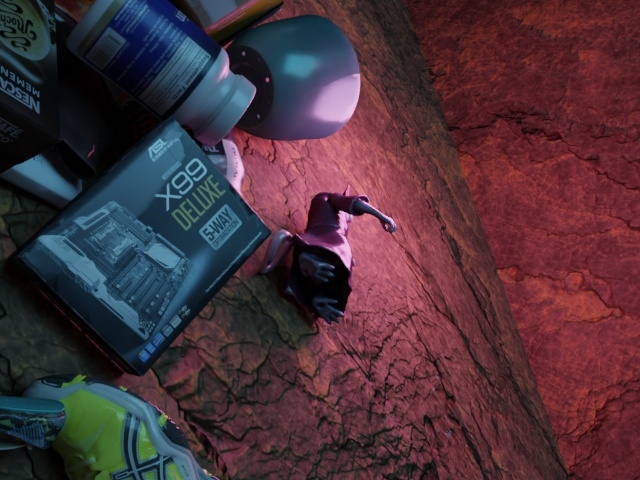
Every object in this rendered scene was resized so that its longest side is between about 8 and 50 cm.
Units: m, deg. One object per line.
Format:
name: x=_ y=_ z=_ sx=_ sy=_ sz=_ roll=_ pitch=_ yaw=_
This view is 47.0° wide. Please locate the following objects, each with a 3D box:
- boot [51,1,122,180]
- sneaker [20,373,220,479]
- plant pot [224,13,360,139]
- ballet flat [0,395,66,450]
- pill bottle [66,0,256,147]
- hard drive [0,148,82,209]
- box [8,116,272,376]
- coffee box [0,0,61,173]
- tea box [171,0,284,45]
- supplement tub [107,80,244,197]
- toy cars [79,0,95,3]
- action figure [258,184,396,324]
boot: x=-0.392 y=-0.236 z=1.118 sx=0.248 sy=0.090 sz=0.206 roll=58 pitch=18 yaw=-32
sneaker: x=-0.231 y=0.321 z=0.930 sx=0.384 sy=0.145 sz=0.147 roll=46 pitch=44 yaw=-13
plant pot: x=-0.096 y=-0.361 z=1.671 sx=0.235 sy=0.293 sz=0.292 roll=-21 pitch=83 yaw=-48
ballet flat: x=-0.382 y=0.199 z=0.816 sx=0.189 sy=0.070 sz=0.070 roll=18 pitch=45 yaw=-24
pill bottle: x=-0.238 y=-0.272 z=1.132 sx=0.265 sy=0.153 sz=0.153 roll=38 pitch=34 yaw=-23
hard drive: x=-0.470 y=-0.189 z=1.060 sx=0.307 sy=0.040 sz=0.203 roll=38 pitch=34 yaw=-53
box: x=-0.255 y=0.005 z=1.093 sx=0.242 sy=0.077 sz=0.307 roll=51 pitch=62 yaw=-19
coffee box: x=-0.445 y=-0.258 z=0.961 sx=0.168 sy=0.119 sz=0.297 roll=38 pitch=33 yaw=-55
tea box: x=-0.246 y=-0.612 z=1.572 sx=0.329 sy=0.220 sz=0.323 roll=57 pitch=-4 yaw=-7
supplement tub: x=-0.252 y=-0.175 z=1.305 sx=0.194 sy=0.194 sz=0.315 roll=7 pitch=58 yaw=-58
toy cars: x=-0.453 y=-0.532 z=1.427 sx=0.176 sy=0.087 sz=0.394 roll=71 pitch=22 yaw=-7
action figure: x=0.000 y=0.000 z=1.638 sx=0.276 sy=0.248 sz=0.370 roll=21 pitch=41 yaw=-13
